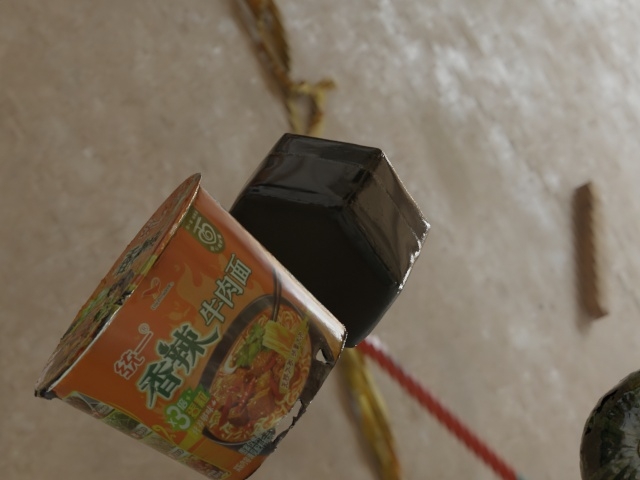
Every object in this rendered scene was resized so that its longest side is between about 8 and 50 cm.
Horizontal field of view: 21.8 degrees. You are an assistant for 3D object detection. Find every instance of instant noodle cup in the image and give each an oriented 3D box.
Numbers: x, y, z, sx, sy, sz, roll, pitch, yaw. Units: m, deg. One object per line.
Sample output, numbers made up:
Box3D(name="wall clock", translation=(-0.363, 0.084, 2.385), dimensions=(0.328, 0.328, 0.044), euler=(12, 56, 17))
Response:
Box3D(name="instant noodle cup", translation=(-0.102, 0.086, 1.396), dimensions=(0.182, 0.230, 0.230), euler=(37, 35, -11))

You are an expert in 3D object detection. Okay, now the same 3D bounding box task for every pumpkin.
Box3D(name="pumpkin", translation=(0.318, 0.188, 1.443), dimensions=(0.146, 0.190, 0.190), euler=(44, 29, -65))

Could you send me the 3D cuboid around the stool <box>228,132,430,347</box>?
Box3D(name="stool", translation=(0.000, 0.000, 1.861), dimensions=(0.232, 0.232, 0.141), euler=(52, 40, -17))
